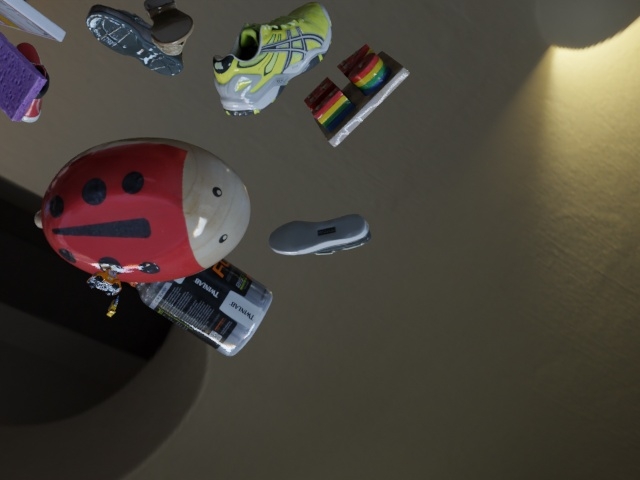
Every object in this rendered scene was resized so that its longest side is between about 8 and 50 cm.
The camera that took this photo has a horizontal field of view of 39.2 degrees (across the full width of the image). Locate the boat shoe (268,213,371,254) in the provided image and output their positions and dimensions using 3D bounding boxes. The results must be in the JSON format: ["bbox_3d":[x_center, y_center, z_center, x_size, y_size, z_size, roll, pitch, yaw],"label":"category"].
[{"bbox_3d":[0.000,0.000,1.924,0.220,0.070,0.077,-7,-121,14],"label":"boat shoe"}]

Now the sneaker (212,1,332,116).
[{"bbox_3d":[-0.100,-0.443,2.042,0.145,0.147,0.384,10,-131,33],"label":"sneaker"}]

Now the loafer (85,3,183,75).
[{"bbox_3d":[-0.426,-0.473,2.072,0.096,0.268,0.084,-19,-121,33],"label":"loafer"}]

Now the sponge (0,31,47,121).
[{"bbox_3d":[-0.696,-0.368,1.979,0.210,0.031,0.117,44,-72,22],"label":"sponge"}]

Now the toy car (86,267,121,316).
[{"bbox_3d":[-0.384,0.086,1.599,0.122,0.060,0.040,120,-16,-55],"label":"toy car"}]

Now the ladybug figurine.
[{"bbox_3d":[-0.368,-0.046,1.794,0.450,0.304,0.162,-6,-162,12],"label":"ladybug figurine"}]

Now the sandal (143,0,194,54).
[{"bbox_3d":[-0.299,-0.414,1.810,0.088,0.079,0.240,-19,-141,-9],"label":"sandal"}]

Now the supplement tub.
[{"bbox_3d":[-0.310,0.126,2.284,0.207,0.338,0.207,-54,-171,13],"label":"supplement tub"}]

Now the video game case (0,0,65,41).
[{"bbox_3d":[-0.654,-0.468,1.735,0.285,0.204,0.025,20,-98,30],"label":"video game case"}]

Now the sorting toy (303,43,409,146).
[{"bbox_3d":[0.076,-0.384,2.268,0.255,0.089,0.257,-44,-160,8],"label":"sorting toy"}]

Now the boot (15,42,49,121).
[{"bbox_3d":[-0.784,-0.470,2.455,0.176,0.089,0.244,-45,-129,51],"label":"boot"}]
